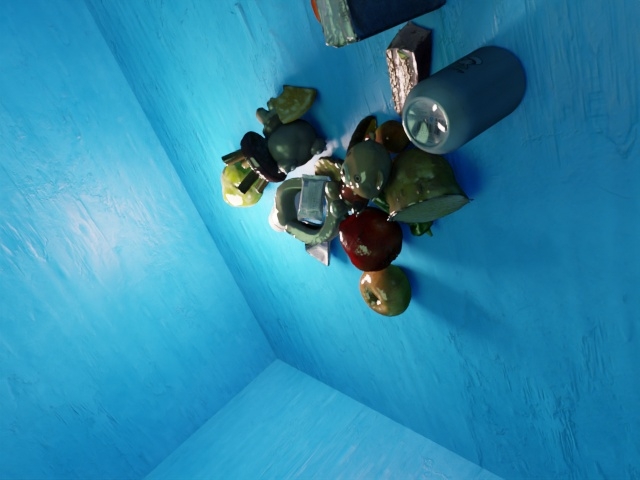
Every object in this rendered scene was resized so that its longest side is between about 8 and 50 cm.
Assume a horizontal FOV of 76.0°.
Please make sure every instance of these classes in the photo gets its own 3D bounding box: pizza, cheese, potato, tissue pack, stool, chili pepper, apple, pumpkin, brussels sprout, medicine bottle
[{"bbox_3d":[-0.130,-0.578,1.725,0.262,0.181,0.034,36,180,41],"label":"pizza"},{"bbox_3d":[-0.051,-0.142,1.881,0.332,0.153,0.292,17,100,22],"label":"cheese"},{"bbox_3d":[0.337,-0.205,1.392,0.289,0.301,0.237,-22,73,39],"label":"potato"},{"bbox_3d":[-0.037,-0.187,1.775,0.123,0.026,0.193,9,97,22],"label":"tissue pack"},{"bbox_3d":[-0.298,-0.344,1.876,0.178,0.272,0.272,-34,94,23],"label":"stool"},{"bbox_3d":[0.333,-0.112,1.573,0.270,0.136,0.099,41,141,2],"label":"chili pepper"},{"bbox_3d":[0.304,0.222,1.893,0.261,0.194,0.260,34,142,31],"label":"apple"},{"bbox_3d":[0.253,-0.365,1.438,0.126,0.126,0.102,41,125,19],"label":"apple"},{"bbox_3d":[0.136,-0.330,1.590,0.111,0.163,0.278,29,141,43],"label":"pumpkin"},{"bbox_3d":[0.144,-0.676,1.004,0.124,0.394,0.288,15,132,46],"label":"tissue pack"},{"bbox_3d":[-0.444,-0.318,2.297,0.317,0.243,0.273,-4,111,58],"label":"brussels sprout"},{"bbox_3d":[-0.164,-0.155,2.160,0.170,0.170,0.293,53,150,0],"label":"medicine bottle"}]

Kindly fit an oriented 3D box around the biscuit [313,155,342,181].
[{"bbox_3d":[0.050,-0.320,1.814,0.183,0.061,0.118,28,140,32],"label":"biscuit"}]

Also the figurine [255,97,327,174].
[{"bbox_3d":[-0.151,-0.472,1.806,0.380,0.248,0.203,54,168,25],"label":"figurine"}]

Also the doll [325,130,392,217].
[{"bbox_3d":[0.141,-0.207,1.441,0.330,0.174,0.235,124,145,-58],"label":"doll"}]

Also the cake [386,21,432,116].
[{"bbox_3d":[0.274,-0.511,1.289,0.116,0.113,0.295,32,149,34],"label":"cake"}]

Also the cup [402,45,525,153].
[{"bbox_3d":[0.374,-0.368,1.091,0.205,0.312,0.205,36,146,30],"label":"cup"}]

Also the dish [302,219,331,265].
[{"bbox_3d":[0.000,0.000,2.182,0.182,0.080,0.243,33,146,30],"label":"dish"}]

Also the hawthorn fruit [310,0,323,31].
[{"bbox_3d":[0.058,-0.745,1.249,0.211,0.211,0.299,48,158,9],"label":"hawthorn fruit"}]

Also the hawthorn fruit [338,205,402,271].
[{"bbox_3d":[0.201,-0.023,1.734,0.307,0.265,0.265,54,152,26],"label":"hawthorn fruit"}]
